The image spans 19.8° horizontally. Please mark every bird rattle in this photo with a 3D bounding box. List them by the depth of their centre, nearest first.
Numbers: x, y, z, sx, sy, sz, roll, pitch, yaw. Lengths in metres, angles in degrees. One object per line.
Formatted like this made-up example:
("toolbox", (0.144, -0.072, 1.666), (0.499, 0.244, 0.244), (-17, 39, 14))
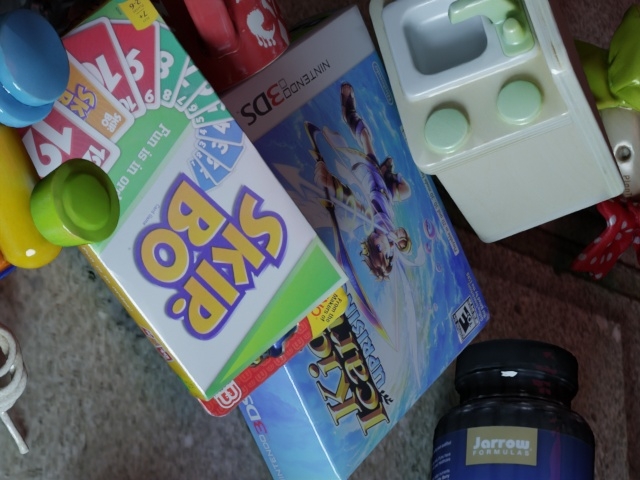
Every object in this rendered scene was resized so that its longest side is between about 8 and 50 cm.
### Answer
("bird rattle", (0.284, -0.082, 1.636), (0.207, 0.143, 0.253), (-38, 113, -67))

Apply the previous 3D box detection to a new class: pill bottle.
("pill bottle", (0.141, 0.190, 1.360), (0.123, 0.123, 0.219), (29, 56, -44))

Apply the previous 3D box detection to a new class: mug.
("mug", (-0.100, -0.176, 1.183), (0.169, 0.113, 0.150), (64, 25, -22))

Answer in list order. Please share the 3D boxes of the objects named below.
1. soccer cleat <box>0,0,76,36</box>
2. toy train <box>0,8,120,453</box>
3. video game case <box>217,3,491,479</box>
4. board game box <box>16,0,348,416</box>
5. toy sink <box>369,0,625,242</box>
("soccer cleat", (-0.208, -0.250, 1.081), (0.108, 0.116, 0.318), (28, 58, -78))
("toy train", (-0.166, -0.003, 1.015), (0.105, 0.143, 0.248), (-39, 109, -50))
("video game case", (0.000, 0.000, 1.294), (0.244, 0.061, 0.269), (-41, 111, -48))
("board game box", (-0.090, -0.020, 1.143), (0.124, 0.039, 0.259), (-41, 111, -15))
("toy sink", (0.125, -0.119, 1.361), (0.234, 0.131, 0.152), (47, 24, -64))
